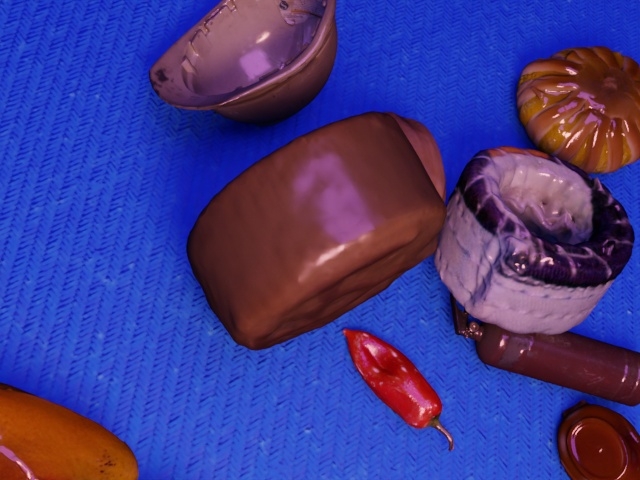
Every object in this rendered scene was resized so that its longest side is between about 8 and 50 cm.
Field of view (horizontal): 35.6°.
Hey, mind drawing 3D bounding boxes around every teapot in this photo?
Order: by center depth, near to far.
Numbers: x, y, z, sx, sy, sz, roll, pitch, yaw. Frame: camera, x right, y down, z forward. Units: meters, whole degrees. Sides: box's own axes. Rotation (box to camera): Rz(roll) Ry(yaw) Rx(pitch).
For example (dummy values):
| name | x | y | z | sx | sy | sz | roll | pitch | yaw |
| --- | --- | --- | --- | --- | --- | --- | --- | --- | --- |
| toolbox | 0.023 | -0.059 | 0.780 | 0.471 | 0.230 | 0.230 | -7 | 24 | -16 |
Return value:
| name | x | y | z | sx | sy | sz | roll | pitch | yaw |
| --- | --- | --- | --- | --- | --- | --- | --- | --- | --- |
| teapot | 0.342 | 0.254 | 1.216 | 0.098 | 0.078 | 0.129 | -38 | 63 | 11 |

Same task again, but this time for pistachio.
| name | x | y | z | sx | sy | sz | roll | pitch | yaw |
| --- | --- | --- | --- | --- | --- | --- | --- | --- | --- |
| pistachio | 0.095 | -0.088 | 1.254 | 0.126 | 0.108 | 0.185 | -39 | 52 | 9 |

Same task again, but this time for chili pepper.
| name | x | y | z | sx | sy | sz | roll | pitch | yaw |
| --- | --- | --- | --- | --- | --- | --- | --- | --- | --- |
| chili pepper | 0.095 | 0.171 | 1.181 | 0.059 | 0.050 | 0.191 | -42 | 76 | -12 |

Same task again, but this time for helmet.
| name | x | y | z | sx | sy | sz | roll | pitch | yaw |
| --- | --- | --- | --- | --- | --- | --- | --- | --- | --- |
| helmet | -0.071 | -0.211 | 1.253 | 0.257 | 0.137 | 0.204 | -43 | 47 | -13 |

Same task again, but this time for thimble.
| name | x | y | z | sx | sy | sz | roll | pitch | yaw |
| --- | --- | --- | --- | --- | --- | --- | --- | --- | --- |
| thimble | 0.253 | 0.003 | 1.216 | 0.237 | 0.150 | 0.237 | 12 | 40 | -10 |

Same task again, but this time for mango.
| name | x | y | z | sx | sy | sz | roll | pitch | yaw |
| --- | --- | --- | --- | --- | --- | --- | --- | --- | --- |
| mango | -0.295 | 0.211 | 0.968 | 0.236 | 0.166 | 0.136 | 19 | 90 | -7 |

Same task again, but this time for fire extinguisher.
| name | x | y | z | sx | sy | sz | roll | pitch | yaw |
| --- | --- | --- | --- | --- | --- | --- | --- | --- | --- |
| fire extinguisher | 0.280 | 0.131 | 1.246 | 0.268 | 0.072 | 0.089 | 17 | 71 | -10 |

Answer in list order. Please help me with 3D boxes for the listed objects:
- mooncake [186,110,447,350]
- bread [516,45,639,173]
| name | x | y | z | sx | sy | sz | roll | pitch | yaw |
| --- | --- | --- | --- | --- | --- | --- | --- | --- | --- |
| mooncake | 0.000 | 0.000 | 1.093 | 0.284 | 0.284 | 0.155 | -27 | 77 | -26 |
| bread | 0.383 | -0.190 | 1.410 | 0.213 | 0.105 | 0.213 | 7 | 67 | -18 |
